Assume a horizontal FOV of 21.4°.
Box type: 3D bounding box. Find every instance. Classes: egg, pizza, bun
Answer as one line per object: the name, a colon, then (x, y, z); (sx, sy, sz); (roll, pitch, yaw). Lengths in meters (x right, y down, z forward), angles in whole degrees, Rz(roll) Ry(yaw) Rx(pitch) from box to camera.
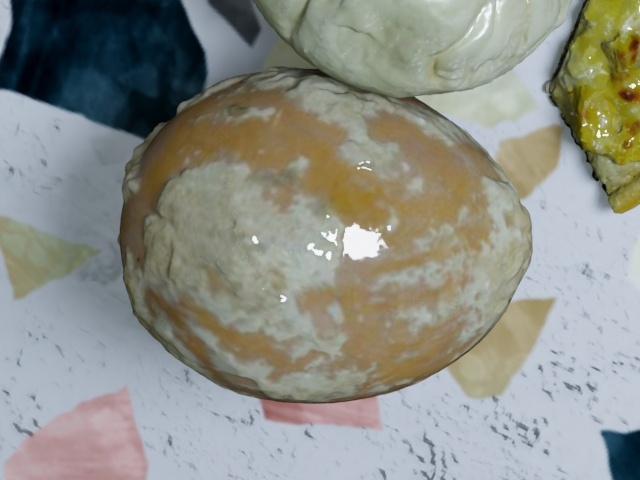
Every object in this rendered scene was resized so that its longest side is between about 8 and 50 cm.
egg: (0.000, 0.000, 0.991); (0.245, 0.203, 0.203); (5, 117, 3)
pizza: (0.185, -0.091, 0.986); (0.099, 0.036, 0.160); (25, 119, 3)
bun: (0.049, -0.163, 0.925); (0.188, 0.164, 0.111); (33, 155, 4)
